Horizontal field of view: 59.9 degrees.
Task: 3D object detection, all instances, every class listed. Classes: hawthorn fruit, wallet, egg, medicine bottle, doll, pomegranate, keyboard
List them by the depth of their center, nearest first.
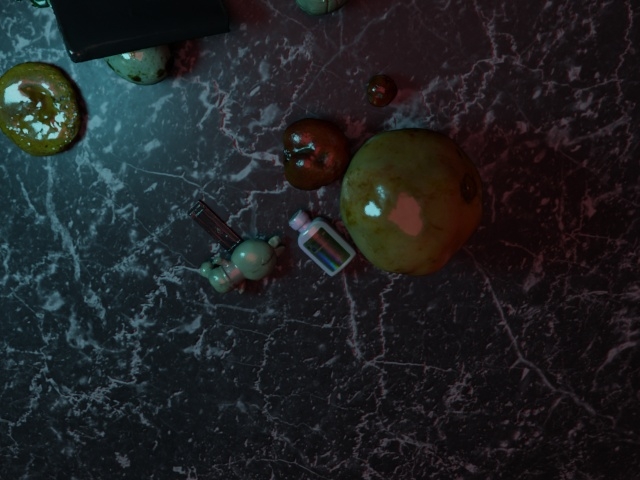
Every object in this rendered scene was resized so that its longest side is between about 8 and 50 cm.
[{"bbox_3d":[-0.452,-0.583,1.401,0.405,0.062,0.229,-19,74,-20],"label":"wallet"},{"bbox_3d":[-0.502,-0.517,1.490,0.231,0.169,0.169,33,106,2],"label":"egg"},{"bbox_3d":[0.231,-0.111,1.509,0.410,0.411,0.412,0,108,1],"label":"pomegranate"},{"bbox_3d":[0.169,-0.417,1.561,0.092,0.093,0.093,0,108,1],"label":"hawthorn fruit"},{"bbox_3d":[0.015,-0.243,1.565,0.243,0.207,0.208,-1,109,-12],"label":"hawthorn fruit"},{"bbox_3d":[0.000,0.000,1.696,0.219,0.078,0.115,43,105,-12],"label":"medicine bottle"},{"bbox_3d":[-0.233,0.082,1.706,0.274,0.113,0.155,-24,123,7],"label":"doll"},{"bbox_3d":[-0.320,-0.035,1.725,0.061,0.013,0.204,-42,103,14],"label":"keyboard"}]

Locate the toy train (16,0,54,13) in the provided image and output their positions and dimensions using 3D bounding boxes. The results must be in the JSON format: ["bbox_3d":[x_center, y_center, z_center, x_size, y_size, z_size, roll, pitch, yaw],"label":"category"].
[{"bbox_3d":[-0.691,-0.695,1.447,0.265,0.145,0.202,18,105,-5],"label":"toy train"}]

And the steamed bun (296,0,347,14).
[{"bbox_3d":[0.033,-0.730,1.337,0.232,0.312,0.334,-10,110,-3],"label":"steamed bun"}]

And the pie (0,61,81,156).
[{"bbox_3d":[-0.812,-0.373,1.596,0.273,0.069,0.274,-1,111,-2],"label":"pie"}]
